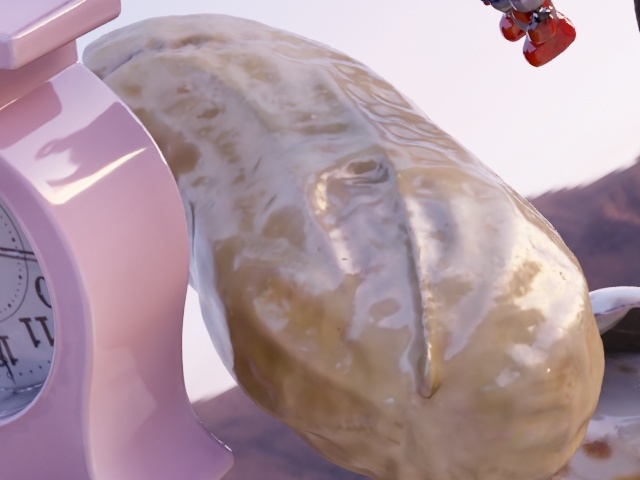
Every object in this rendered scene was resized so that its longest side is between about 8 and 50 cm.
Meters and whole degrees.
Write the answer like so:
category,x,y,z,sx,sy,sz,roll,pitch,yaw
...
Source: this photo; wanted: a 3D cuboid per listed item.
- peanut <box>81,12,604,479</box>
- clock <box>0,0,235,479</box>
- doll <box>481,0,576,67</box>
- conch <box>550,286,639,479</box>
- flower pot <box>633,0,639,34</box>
category,x,y,z,sx,sy,sz,roll,pitch,yaw
peanut,0.005,-0.001,0.813,0.174,0.340,0.158,-22,-45,-19
clock,-0.193,0.024,0.755,0.290,0.275,0.080,-2,25,32
doll,0.056,-0.152,0.721,0.062,0.104,0.194,-27,-45,19
conch,0.211,0.131,1.273,0.275,0.183,0.149,-26,9,20
flower pot,0.446,-0.267,1.363,0.293,0.293,0.330,-37,11,41
